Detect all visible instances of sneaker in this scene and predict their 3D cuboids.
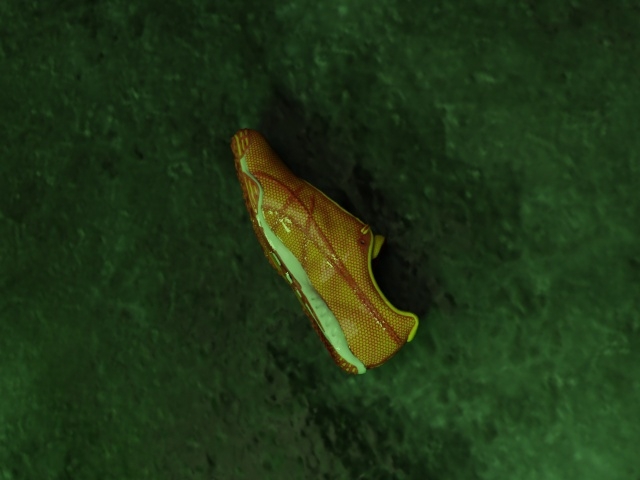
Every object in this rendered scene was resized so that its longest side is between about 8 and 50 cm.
[{"bbox_3d":[0.000,0.000,0.720,0.067,0.064,0.175,-31,76,-8],"label":"sneaker"}]
